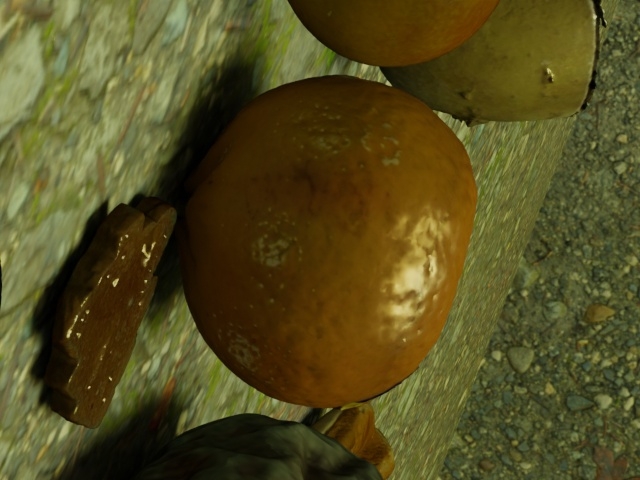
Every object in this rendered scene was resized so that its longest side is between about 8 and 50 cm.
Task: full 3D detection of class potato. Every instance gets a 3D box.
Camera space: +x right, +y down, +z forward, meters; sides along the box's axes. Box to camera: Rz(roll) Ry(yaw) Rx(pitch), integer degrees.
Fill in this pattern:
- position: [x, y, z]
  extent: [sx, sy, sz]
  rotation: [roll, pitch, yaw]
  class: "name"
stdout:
- position: [0.083, -0.155, 1.148]
  extent: [0.117, 0.182, 0.202]
  rotation: [-21, 140, -14]
  class: "potato"

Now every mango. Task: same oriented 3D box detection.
- position: [0.043, -0.190, 0.878]
  extent: [0.151, 0.120, 0.221]
  rotation: [-49, 150, -56]
  class: "mango"

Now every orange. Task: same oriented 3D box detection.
- position: [0.003, 0.000, 0.968]
  extent: [0.178, 0.155, 0.177]
  rotation: [-60, 174, -11]
  class: "orange"

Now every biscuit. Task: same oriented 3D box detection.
- position: [-0.106, 0.040, 0.873]
  extent: [0.119, 0.019, 0.130]
  rotation: [-52, 160, -55]
  class: "biscuit"

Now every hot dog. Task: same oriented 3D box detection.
- position: [-0.007, 0.218, 1.550]
  extent: [0.102, 0.076, 0.249]
  rotation: [68, 26, -16]
  class: "hot dog"

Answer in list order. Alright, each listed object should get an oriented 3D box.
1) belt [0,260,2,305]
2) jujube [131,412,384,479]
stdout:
- position: [-0.146, 0.030, 0.569]
  extent: [0.140, 0.058, 0.105]
  rotation: [27, 82, -78]
  class: "belt"
- position: [-0.052, 0.223, 1.024]
  extent: [0.317, 0.226, 0.226]
  rotation: [-45, 156, -75]
  class: "jujube"
